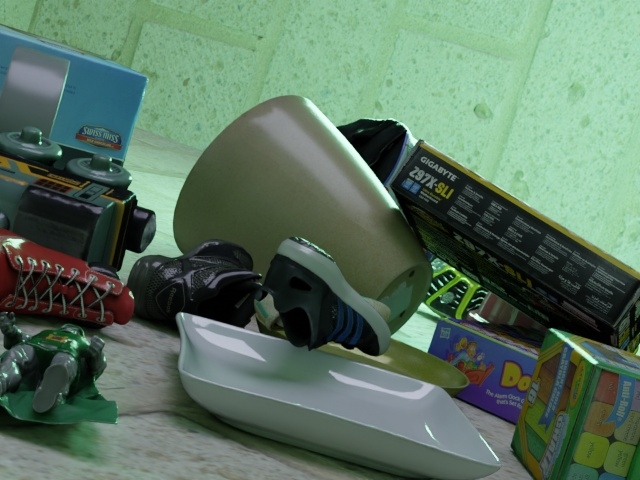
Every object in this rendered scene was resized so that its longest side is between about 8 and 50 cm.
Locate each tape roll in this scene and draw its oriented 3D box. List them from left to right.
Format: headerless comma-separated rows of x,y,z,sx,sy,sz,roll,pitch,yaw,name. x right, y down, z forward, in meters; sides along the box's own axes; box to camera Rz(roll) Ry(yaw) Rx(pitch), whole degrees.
-0.380,-0.132,1.834,0.072,0.219,0.219,16,6,-13,tape roll

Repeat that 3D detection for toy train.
-0.351,-0.047,1.603,0.334,0.142,0.190,18,16,5,toy train

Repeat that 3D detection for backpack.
0.069,-0.045,2.152,0.213,0.263,0.276,33,-3,-31,backpack

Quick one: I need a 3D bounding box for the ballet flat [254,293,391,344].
0.006,0.086,1.508,0.168,0.057,0.052,10,37,-31,ballet flat

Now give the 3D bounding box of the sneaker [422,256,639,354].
0.303,0.111,2.208,0.384,0.145,0.147,19,-25,34,sneaker

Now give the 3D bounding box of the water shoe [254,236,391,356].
-0.003,0.072,1.410,0.073,0.080,0.203,26,-15,40,water shoe

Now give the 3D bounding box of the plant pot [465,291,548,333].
0.308,0.093,1.986,0.201,0.180,0.201,17,7,-2,plant pot

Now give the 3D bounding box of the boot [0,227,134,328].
-0.257,0.038,1.318,0.176,0.088,0.244,19,2,-2,boot

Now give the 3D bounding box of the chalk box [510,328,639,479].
0.276,0.179,1.352,0.132,0.132,0.213,17,5,-7,chalk box

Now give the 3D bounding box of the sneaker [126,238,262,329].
-0.104,0.057,1.573,0.130,0.087,0.227,20,9,19,sneaker

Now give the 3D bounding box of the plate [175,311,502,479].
0.000,0.142,1.293,0.277,0.045,0.278,16,6,-8,plate

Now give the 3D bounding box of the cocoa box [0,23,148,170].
-0.462,-0.191,2.079,0.347,0.228,0.231,14,7,-28,cocoa box

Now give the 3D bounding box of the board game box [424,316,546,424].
0.319,0.187,1.652,0.347,0.078,0.233,22,7,34,board game box

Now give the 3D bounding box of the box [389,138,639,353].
0.250,0.025,1.791,0.322,0.079,0.257,33,-9,20,box

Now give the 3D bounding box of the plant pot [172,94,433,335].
0.000,0.000,1.820,0.274,0.256,0.256,40,16,26,plant pot

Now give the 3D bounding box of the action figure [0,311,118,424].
-0.206,0.093,1.097,0.137,0.063,0.232,14,3,-3,action figure

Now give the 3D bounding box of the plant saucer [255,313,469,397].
0.040,0.130,1.561,0.241,0.037,0.241,18,7,-2,plant saucer
